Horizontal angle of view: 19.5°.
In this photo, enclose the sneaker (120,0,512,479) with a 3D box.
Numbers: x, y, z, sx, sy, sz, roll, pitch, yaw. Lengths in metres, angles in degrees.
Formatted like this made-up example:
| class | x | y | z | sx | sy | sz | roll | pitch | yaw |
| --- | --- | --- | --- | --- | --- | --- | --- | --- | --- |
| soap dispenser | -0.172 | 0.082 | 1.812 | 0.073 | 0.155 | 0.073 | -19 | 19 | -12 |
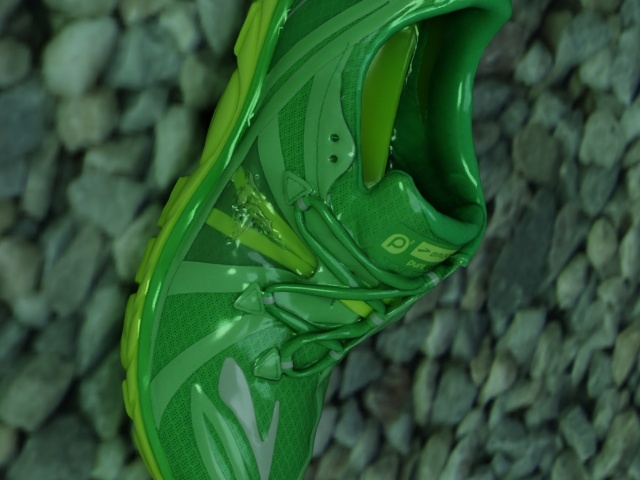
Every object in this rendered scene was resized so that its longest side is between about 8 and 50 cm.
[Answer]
| class | x | y | z | sx | sy | sz | roll | pitch | yaw |
| --- | --- | --- | --- | --- | --- | --- | --- | --- | --- |
| sneaker | 0.000 | 0.000 | 0.825 | 0.109 | 0.123 | 0.296 | 10 | 99 | -47 |
